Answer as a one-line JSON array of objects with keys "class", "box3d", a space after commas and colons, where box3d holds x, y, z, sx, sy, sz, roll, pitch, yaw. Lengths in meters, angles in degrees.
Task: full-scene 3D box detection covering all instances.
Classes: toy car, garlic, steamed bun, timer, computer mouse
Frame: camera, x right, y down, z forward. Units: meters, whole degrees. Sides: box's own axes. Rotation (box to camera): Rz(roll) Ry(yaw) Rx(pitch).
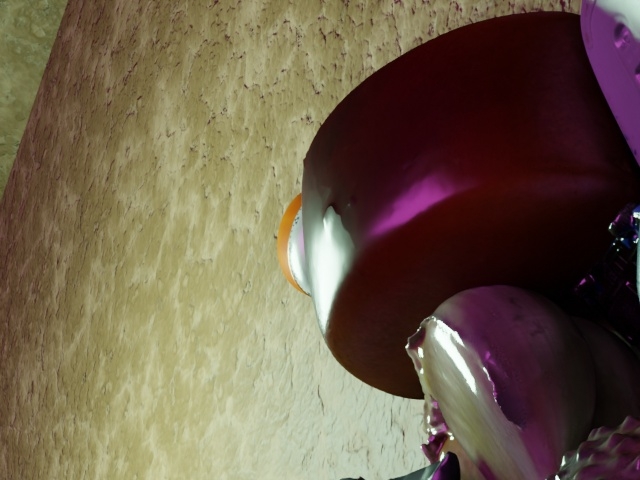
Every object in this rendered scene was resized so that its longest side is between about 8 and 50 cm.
[{"class": "toy car", "box3d": [0.264, 0.026, 1.289, 0.103, 0.063, 0.216, 44, 160, 13]}, {"class": "garlic", "box3d": [0.162, 0.162, 1.372, 0.292, 0.210, 0.237, 43, 112, 54]}, {"class": "steamed bun", "box3d": [0.116, -0.028, 1.497, 0.379, 0.248, 0.235, 128, 144, -48]}, {"class": "timer", "box3d": [0.000, 0.000, 1.928, 0.136, 0.099, 0.136, -160, 90, -75]}, {"class": "computer mouse", "box3d": [0.300, -0.117, 1.305, 0.288, 0.097, 0.159, 65, 158, 20]}]

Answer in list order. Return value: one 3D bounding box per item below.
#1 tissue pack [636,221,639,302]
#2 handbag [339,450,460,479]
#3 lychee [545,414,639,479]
[{"class": "tissue pack", "box3d": [0.337, 0.031, 1.053, 0.287, 0.198, 0.206, 7, 100, 63]}, {"class": "handbag", "box3d": [0.066, 0.314, 1.414, 0.211, 0.089, 0.254, 154, 117, -62]}, {"class": "lychee", "box3d": [0.256, 0.235, 1.127, 0.274, 0.255, 0.255, -29, 50, 26]}]
